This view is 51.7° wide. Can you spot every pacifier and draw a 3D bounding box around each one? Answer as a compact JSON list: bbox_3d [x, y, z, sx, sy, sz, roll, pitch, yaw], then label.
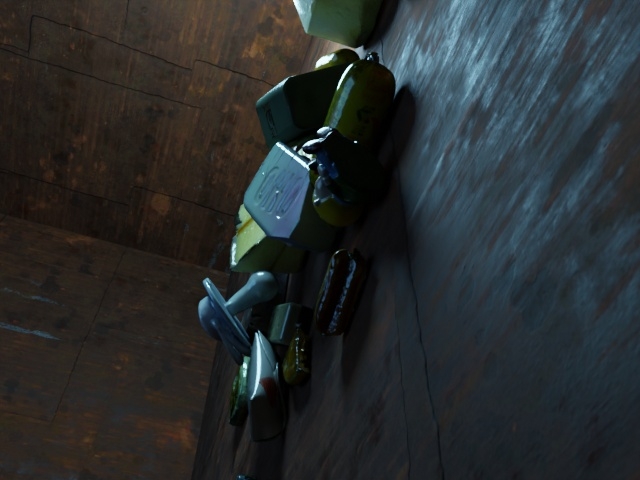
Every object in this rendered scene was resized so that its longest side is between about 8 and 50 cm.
[{"bbox_3d":[-0.208,0.177,1.790,0.233,0.244,0.299,-39,5,-5],"label":"pacifier"}]

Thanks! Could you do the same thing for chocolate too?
[{"bbox_3d":[-0.167,0.184,2.041,0.112,0.111,0.321,122,161,-48],"label":"chocolate"}]

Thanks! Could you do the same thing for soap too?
[{"bbox_3d":[-0.062,-0.097,1.633,0.208,0.115,0.347,-58,31,8],"label":"soap"}]

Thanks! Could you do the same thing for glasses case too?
[{"bbox_3d":[-0.131,0.345,1.619,0.308,0.083,0.128,-96,-4,-63],"label":"glasses case"}]

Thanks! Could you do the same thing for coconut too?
[{"bbox_3d":[0.040,-0.672,1.842,0.239,0.244,0.239,-164,90,-78],"label":"coconut"}]

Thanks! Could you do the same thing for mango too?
[{"bbox_3d":[0.054,-0.498,1.877,0.178,0.115,0.090,-9,95,64],"label":"mango"}]

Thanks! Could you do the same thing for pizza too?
[{"bbox_3d":[-0.052,0.270,1.516,0.178,0.041,0.131,128,153,-63],"label":"pizza"}]

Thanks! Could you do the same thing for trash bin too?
[{"bbox_3d":[-0.029,-0.355,1.743,0.343,0.222,0.158,180,73,-77],"label":"trash bin"}]

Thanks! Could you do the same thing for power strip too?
[{"bbox_3d":[-0.084,0.216,1.681,0.256,0.070,0.105,152,132,-74],"label":"power strip"}]

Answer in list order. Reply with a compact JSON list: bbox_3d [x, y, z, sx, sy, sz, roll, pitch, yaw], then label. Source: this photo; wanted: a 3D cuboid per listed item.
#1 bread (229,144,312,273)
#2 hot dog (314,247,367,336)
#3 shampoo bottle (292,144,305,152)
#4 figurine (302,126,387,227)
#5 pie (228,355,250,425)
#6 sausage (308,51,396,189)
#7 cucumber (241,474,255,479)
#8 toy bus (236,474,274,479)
[{"bbox_3d":[-0.106,-0.142,1.927,0.346,0.242,0.405,-108,31,-66],"label":"bread"},{"bbox_3d":[0.038,0.096,1.243,0.055,0.072,0.188,-34,-37,-73],"label":"hot dog"},{"bbox_3d":[-0.092,-0.250,2.344,0.323,0.084,0.129,133,147,-65],"label":"shampoo bottle"},{"bbox_3d":[0.025,-0.119,1.328,0.127,0.185,0.234,-57,9,-15],"label":"figurine"},{"bbox_3d":[-0.266,0.507,2.232,0.240,0.054,0.241,-166,90,-80],"label":"pie"},{"bbox_3d":[0.065,-0.232,1.416,0.123,0.123,0.347,-93,21,-59],"label":"sausage"},{"bbox_3d":[-0.195,0.682,1.660,0.070,0.046,0.220,-53,22,43],"label":"cucumber"},{"bbox_3d":[-0.141,0.567,1.413,0.182,0.091,0.103,136,146,-73],"label":"toy bus"}]
